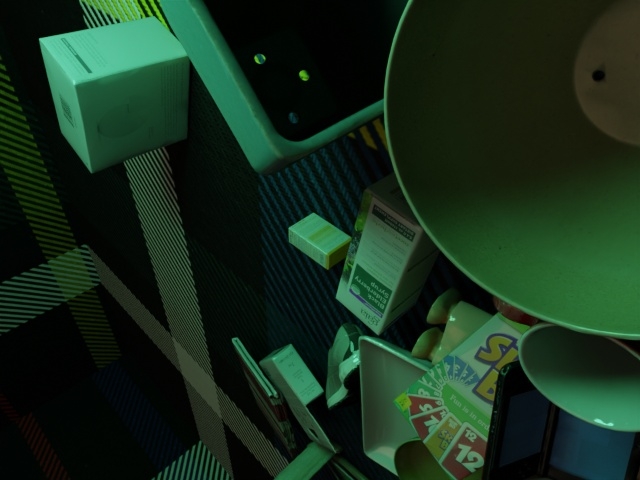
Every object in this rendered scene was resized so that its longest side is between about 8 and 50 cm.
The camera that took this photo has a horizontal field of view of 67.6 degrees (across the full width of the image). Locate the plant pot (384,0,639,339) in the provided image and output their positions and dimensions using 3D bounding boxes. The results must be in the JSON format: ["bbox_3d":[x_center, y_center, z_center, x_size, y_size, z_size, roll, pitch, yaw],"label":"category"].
[{"bbox_3d":[0.216,-0.100,0.347,0.284,0.191,0.284,32,138,34],"label":"plant pot"}]

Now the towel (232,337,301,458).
[{"bbox_3d":[-0.150,0.442,1.347,0.237,0.037,0.329,40,151,42],"label":"towel"}]

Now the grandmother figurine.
[{"bbox_3d":[0.286,0.181,0.575,0.342,0.104,0.207,32,124,31],"label":"grandmother figurine"}]

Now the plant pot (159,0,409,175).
[{"bbox_3d":[-0.027,-0.217,0.533,0.247,0.248,0.252,60,163,-5],"label":"plant pot"}]

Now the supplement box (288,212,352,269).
[{"bbox_3d":[0.000,0.000,0.825,0.098,0.062,0.036,35,142,31],"label":"supplement box"}]

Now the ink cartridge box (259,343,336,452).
[{"bbox_3d":[-0.045,0.367,1.135,0.239,0.060,0.275,53,160,5],"label":"ink cartridge box"}]

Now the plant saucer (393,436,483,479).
[{"bbox_3d":[0.231,0.393,0.757,0.241,0.037,0.241,24,134,27],"label":"plant saucer"}]

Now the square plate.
[{"bbox_3d":[0.222,0.330,0.783,0.347,0.049,0.344,20,133,31],"label":"square plate"}]

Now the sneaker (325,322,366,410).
[{"bbox_3d":[0.059,0.257,0.949,0.271,0.100,0.108,100,153,-50],"label":"sneaker"}]

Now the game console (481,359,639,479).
[{"bbox_3d":[0.237,0.191,0.465,0.085,0.124,0.144,28,118,59],"label":"game console"}]

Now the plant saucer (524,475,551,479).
[{"bbox_3d":[0.313,0.419,0.625,0.332,0.084,0.332,5,117,9],"label":"plant saucer"}]

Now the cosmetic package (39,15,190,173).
[{"bbox_3d":[-0.391,-0.288,0.946,0.138,0.225,0.224,48,146,18],"label":"cosmetic package"}]

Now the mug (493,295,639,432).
[{"bbox_3d":[0.256,0.052,0.426,0.150,0.169,0.113,47,150,7],"label":"mug"}]

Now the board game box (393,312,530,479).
[{"bbox_3d":[0.206,0.171,0.560,0.124,0.039,0.259,51,122,22],"label":"board game box"}]

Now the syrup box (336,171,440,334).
[{"bbox_3d":[0.102,0.021,0.680,0.093,0.096,0.237,40,142,24],"label":"syrup box"}]

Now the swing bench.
[{"bbox_3d":[-0.010,0.665,1.209,0.255,0.253,0.165,42,143,22],"label":"swing bench"}]
